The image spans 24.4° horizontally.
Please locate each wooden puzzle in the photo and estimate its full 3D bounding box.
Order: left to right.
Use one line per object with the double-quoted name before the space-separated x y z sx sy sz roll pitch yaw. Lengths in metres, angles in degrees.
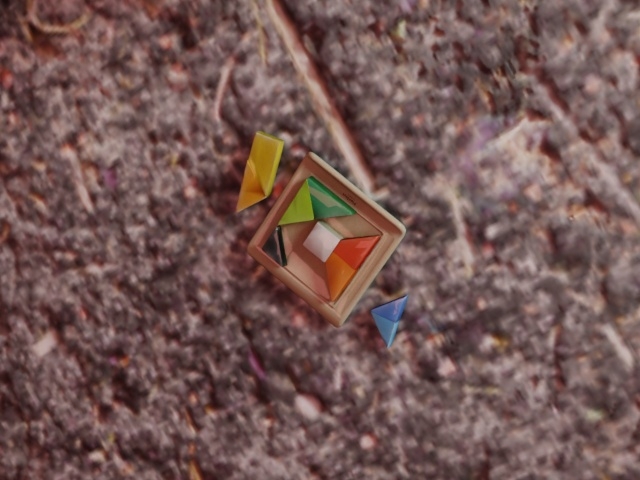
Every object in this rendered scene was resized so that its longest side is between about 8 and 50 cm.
"wooden puzzle" 0.000 0.000 0.773 0.116 0.014 0.078 33 115 16
